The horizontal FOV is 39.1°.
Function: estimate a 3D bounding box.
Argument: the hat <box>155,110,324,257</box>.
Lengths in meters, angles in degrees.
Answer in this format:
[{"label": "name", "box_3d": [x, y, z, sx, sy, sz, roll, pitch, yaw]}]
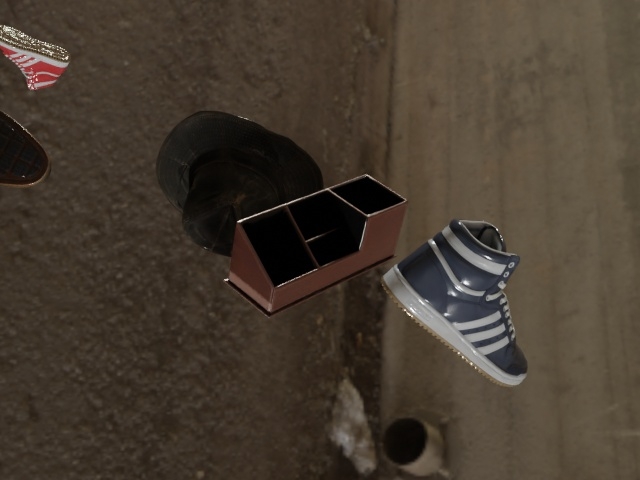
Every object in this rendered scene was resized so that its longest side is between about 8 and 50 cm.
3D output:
[{"label": "hat", "box_3d": [-0.161, -0.061, 1.565, 0.331, 0.331, 0.134, 57, 38, -34]}]

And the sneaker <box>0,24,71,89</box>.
[{"label": "sneaker", "box_3d": [-0.415, -0.251, 1.251, 0.118, 0.067, 0.042, 19, 42, -28]}]

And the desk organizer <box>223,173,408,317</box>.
[{"label": "desk organizer", "box_3d": [0.000, 0.000, 0.622, 0.130, 0.047, 0.050, -23, 137, -41]}]

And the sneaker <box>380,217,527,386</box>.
[{"label": "sneaker", "box_3d": [0.224, 0.080, 1.193, 0.282, 0.153, 0.099, 37, 14, -31]}]

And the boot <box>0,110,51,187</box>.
[{"label": "boot", "box_3d": [-0.368, -0.096, 1.010, 0.082, 0.219, 0.106, -64, 158, -11]}]
